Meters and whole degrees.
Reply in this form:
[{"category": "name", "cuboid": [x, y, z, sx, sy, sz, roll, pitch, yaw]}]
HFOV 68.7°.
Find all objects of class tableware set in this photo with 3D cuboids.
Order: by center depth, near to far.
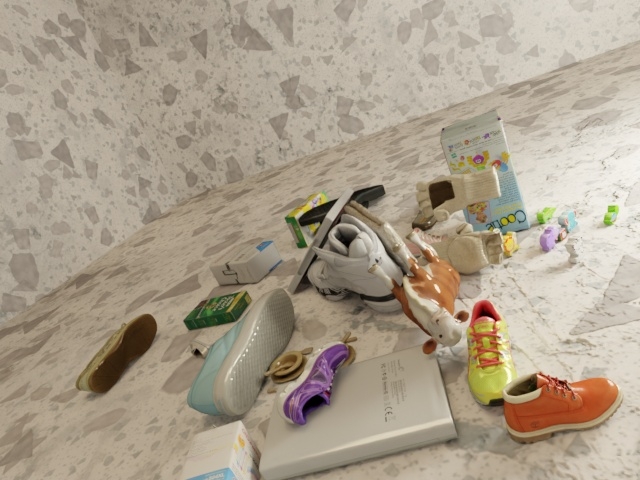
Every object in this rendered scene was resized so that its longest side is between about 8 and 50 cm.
[{"category": "tableware set", "cuboid": [-0.024, 0.247, 0.978, 0.194, 0.039, 0.128, -17, 21, 19]}]

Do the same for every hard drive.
[{"category": "hard drive", "cuboid": [0.059, 0.282, 0.791, 0.307, 0.040, 0.203, -20, 20, 12]}]

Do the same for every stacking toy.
[{"category": "stacking toy", "cuboid": [0.528, -0.029, 1.038, 0.221, 0.052, 0.167, -34, 22, -27]}]

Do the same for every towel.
[{"category": "towel", "cuboid": [0.155, 0.000, 1.182, 0.049, 0.187, 0.282, -41, 20, -1]}]

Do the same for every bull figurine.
[{"category": "bull figurine", "cuboid": [0.199, 0.089, 0.901, 0.101, 0.188, 0.310, -42, -5, 20]}]

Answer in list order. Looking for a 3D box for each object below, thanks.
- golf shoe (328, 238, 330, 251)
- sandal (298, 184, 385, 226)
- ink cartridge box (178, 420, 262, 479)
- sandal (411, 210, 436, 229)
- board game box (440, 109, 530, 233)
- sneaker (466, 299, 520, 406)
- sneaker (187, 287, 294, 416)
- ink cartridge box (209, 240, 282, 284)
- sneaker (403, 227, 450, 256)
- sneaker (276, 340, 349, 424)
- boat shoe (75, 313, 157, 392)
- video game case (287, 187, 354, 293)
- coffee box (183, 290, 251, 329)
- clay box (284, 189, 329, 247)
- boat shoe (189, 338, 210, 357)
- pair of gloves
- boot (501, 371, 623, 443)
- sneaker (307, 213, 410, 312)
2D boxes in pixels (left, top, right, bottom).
[{"category": "golf shoe", "cuboid": [0.049, 0.025, 1.391, 0.077, 0.094, 0.198, -17, 22, 16]}, {"category": "sandal", "cuboid": [0.103, -0.105, 1.684, 0.167, 0.107, 0.445, -7, 13, 43]}, {"category": "ink cartridge box", "cuboid": [-0.156, 0.366, 0.743, 0.089, 0.092, 0.143, -20, 20, 10]}, {"category": "sandal", "cuboid": [0.332, -0.102, 1.440, 0.090, 0.060, 0.219, -7, 26, 40]}, {"category": "board game box", "cuboid": [0.412, -0.162, 1.175, 0.144, 0.275, 0.142, -15, 20, 22]}, {"category": "sneaker", "cuboid": [0.267, 0.173, 0.752, 0.081, 0.094, 0.208, -15, 23, 20]}, {"category": "sneaker", "cuboid": [-0.181, 0.233, 1.058, 0.150, 0.135, 0.366, -11, 22, 25]}, {"category": "ink cartridge box", "cuboid": [-0.260, 0.078, 1.620, 0.203, 0.086, 0.148, -8, 25, 40]}, {"category": "sneaker", "cuboid": [0.280, -0.002, 1.228, 0.134, 0.070, 0.051, -13, 20, 26]}, {"category": "sneaker", "cuboid": [0.002, 0.251, 0.813, 0.071, 0.068, 0.170, 16, 50, 39]}, {"category": "boat shoe", "cuboid": [-0.585, 0.315, 1.355, 0.089, 0.105, 0.285, -11, 24, 27]}, {"category": "video game case", "cuboid": [0.000, 0.000, 1.343, 0.285, 0.025, 0.204, -61, -3, 34]}, {"category": "coffee box", "cuboid": [-0.308, 0.209, 1.404, 0.184, 0.040, 0.113, -14, 22, 27]}, {"category": "clay box", "cuboid": [-0.032, -0.082, 1.708, 0.053, 0.128, 0.222, -8, 24, 36]}, {"category": "boat shoe", "cuboid": [-0.324, 0.288, 1.233, 0.100, 0.035, 0.035, 7, 32, 44]}, {"category": "pair of gloves", "cuboid": [0.316, -0.041, 1.086, 0.204, 0.240, 0.042, -7, -9, 40]}, {"category": "boot", "cuboid": [0.320, 0.207, 0.623, 0.157, 0.085, 0.059, -21, 18, 4]}, {"category": "sneaker", "cuboid": [0.053, 0.043, 1.136, 0.137, 0.210, 0.365, -46, 28, -20]}]
